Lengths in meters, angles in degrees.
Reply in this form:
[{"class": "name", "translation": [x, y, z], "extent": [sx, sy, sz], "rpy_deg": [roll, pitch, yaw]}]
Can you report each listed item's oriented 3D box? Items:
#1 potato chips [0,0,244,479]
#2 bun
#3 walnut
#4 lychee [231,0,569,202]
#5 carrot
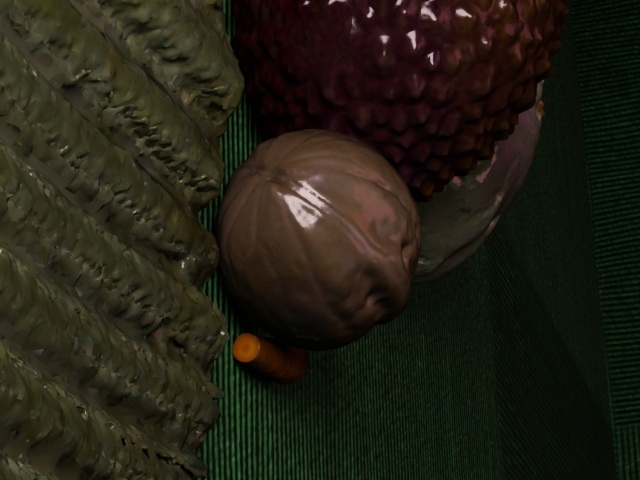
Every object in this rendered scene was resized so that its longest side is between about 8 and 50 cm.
[{"class": "potato chips", "translation": [-0.120, -0.018, 0.917], "extent": [0.429, 0.070, 0.358], "rpy_deg": [43, 43, -66]}, {"class": "bun", "translation": [0.104, -0.107, 1.560], "extent": [0.293, 0.187, 0.293], "rpy_deg": [-6, 90, -74]}, {"class": "walnut", "translation": [-0.001, -0.001, 1.212], "extent": [0.162, 0.140, 0.140], "rpy_deg": [77, 11, -63]}, {"class": "lychee", "translation": [0.052, -0.141, 1.320], "extent": [0.271, 0.271, 0.271], "rpy_deg": [-9, 90, -75]}, {"class": "carrot", "translation": [-0.033, 0.080, 1.252], "extent": [0.093, 0.032, 0.032], "rpy_deg": [29, 53, -67]}]
